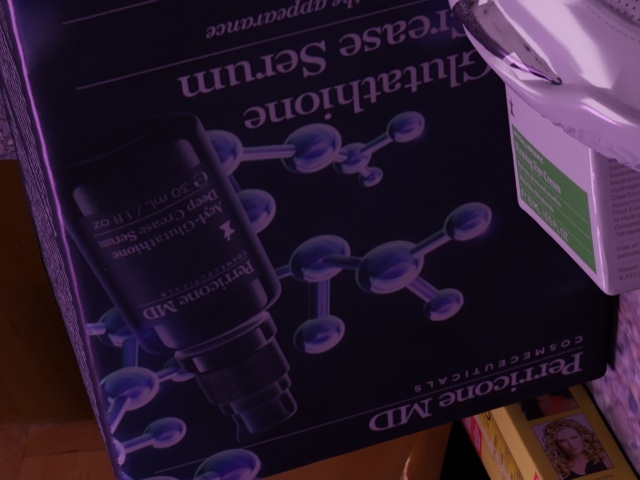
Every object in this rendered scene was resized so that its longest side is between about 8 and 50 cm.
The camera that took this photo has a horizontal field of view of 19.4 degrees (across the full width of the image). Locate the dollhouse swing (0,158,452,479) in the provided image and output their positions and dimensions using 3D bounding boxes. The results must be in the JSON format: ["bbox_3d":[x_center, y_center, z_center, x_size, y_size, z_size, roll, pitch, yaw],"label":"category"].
[{"bbox_3d":[-0.140,0.160,1.276,0.315,0.347,0.305,56,134,37],"label":"dollhouse swing"}]

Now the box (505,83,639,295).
[{"bbox_3d":[0.139,-0.045,0.769,0.101,0.102,0.087,-124,23,-63],"label":"box"}]

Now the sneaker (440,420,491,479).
[{"bbox_3d":[0.108,0.159,1.309,0.281,0.106,0.162,63,160,11],"label":"sneaker"}]

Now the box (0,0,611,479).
[{"bbox_3d":[-0.015,-0.085,0.988,0.395,0.294,0.212,84,166,-46],"label":"box"}]

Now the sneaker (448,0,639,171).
[{"bbox_3d":[0.093,-0.210,0.657,0.210,0.137,0.365,90,164,-65],"label":"sneaker"}]

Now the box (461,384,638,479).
[{"bbox_3d":[0.125,0.102,1.181,0.087,0.058,0.232,91,160,-45],"label":"box"}]
